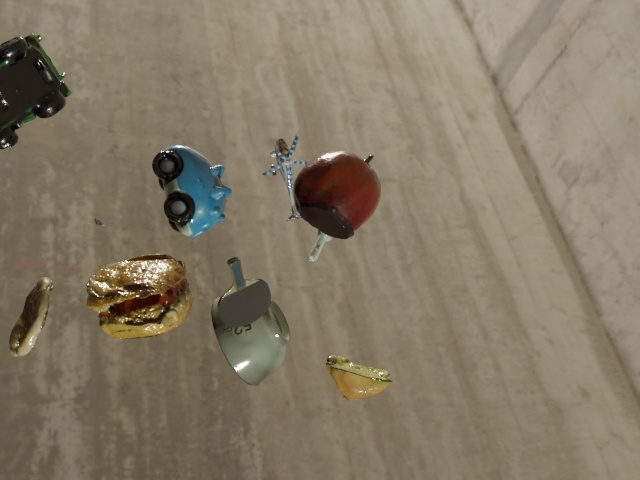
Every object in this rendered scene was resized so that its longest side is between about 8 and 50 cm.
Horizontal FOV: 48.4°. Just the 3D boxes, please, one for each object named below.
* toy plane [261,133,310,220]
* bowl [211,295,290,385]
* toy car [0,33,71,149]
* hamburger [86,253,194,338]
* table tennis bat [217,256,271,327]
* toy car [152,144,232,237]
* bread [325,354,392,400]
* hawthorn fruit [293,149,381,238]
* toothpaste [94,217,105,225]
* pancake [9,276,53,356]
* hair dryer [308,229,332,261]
[{"bbox_3d":[-0.105,-0.220,2.480,0.273,0.182,0.107,63,-11,-20],"label":"toy plane"},{"bbox_3d":[-0.229,0.332,2.602,0.354,0.185,0.354,59,12,-21],"label":"bowl"},{"bbox_3d":[-0.837,-0.410,1.924,0.176,0.359,0.213,14,-39,46],"label":"toy car"},{"bbox_3d":[-0.415,0.137,1.669,0.244,0.244,0.163,-136,-145,-63],"label":"hamburger"},{"bbox_3d":[-0.209,0.141,1.903,0.021,0.154,0.274,53,-20,38],"label":"table tennis bat"},{"bbox_3d":[-0.340,-0.139,1.927,0.188,0.190,0.255,112,-39,-77],"label":"toy car"},{"bbox_3d":[0.123,0.517,2.610,0.174,0.251,0.133,-96,-156,-80],"label":"bread"},{"bbox_3d":[0.051,-0.135,1.817,0.250,0.215,0.215,-46,-157,-6],"label":"hawthorn fruit"},{"bbox_3d":[-0.744,-0.059,2.396,0.083,0.015,0.024,68,2,-82],"label":"toothpaste"},{"bbox_3d":[-0.893,0.233,2.207,0.282,0.049,0.283,-37,-139,41],"label":"pancake"},{"bbox_3d":[0.000,0.000,1.937,0.082,0.047,0.137,101,14,-62],"label":"hair dryer"}]
